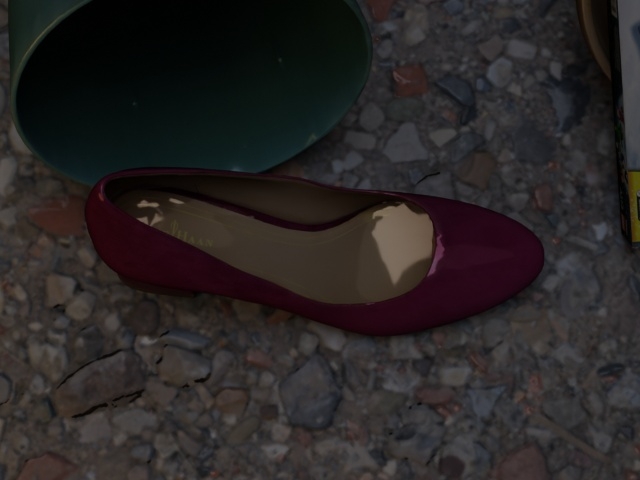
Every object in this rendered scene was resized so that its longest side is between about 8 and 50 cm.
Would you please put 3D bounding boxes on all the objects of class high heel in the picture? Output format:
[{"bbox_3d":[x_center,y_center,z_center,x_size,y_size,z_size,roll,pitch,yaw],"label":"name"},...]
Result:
[{"bbox_3d":[0.000,0.000,1.415,0.377,0.181,0.127,-3,72,0],"label":"high heel"}]

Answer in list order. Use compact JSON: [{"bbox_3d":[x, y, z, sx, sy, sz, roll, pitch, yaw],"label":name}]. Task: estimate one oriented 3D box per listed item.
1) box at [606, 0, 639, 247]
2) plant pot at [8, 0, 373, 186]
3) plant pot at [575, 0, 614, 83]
[{"bbox_3d":[0.327,-0.118,1.453,0.159,0.044,0.233,-8,110,-2],"label":"box"},{"bbox_3d":[-0.127,-0.218,1.443,0.293,0.293,0.235,-14,59,-4],"label":"plant pot"},{"bbox_3d":[0.330,-0.228,1.497,0.237,0.110,0.237,-2,110,-4],"label":"plant pot"}]
